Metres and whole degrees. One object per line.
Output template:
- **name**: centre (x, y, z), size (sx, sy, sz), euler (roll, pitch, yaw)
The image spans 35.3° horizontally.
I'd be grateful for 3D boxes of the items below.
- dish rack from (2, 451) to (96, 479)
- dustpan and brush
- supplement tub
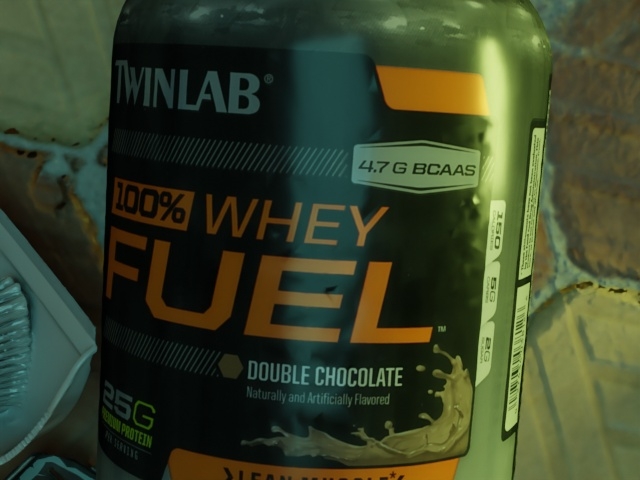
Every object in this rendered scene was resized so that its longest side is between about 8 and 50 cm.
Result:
- **dish rack**: centre (-0.175, 0.266, 0.562), size (0.271, 0.074, 0.208), euler (-46, 104, -6)
- **dustpan and brush**: centre (-0.200, 0.088, 0.557), size (0.147, 0.060, 0.211), euler (44, 132, 28)
- **supplement tub**: centre (0.000, 0.000, 0.488), size (0.207, 0.207, 0.337), euler (3, 97, -2)
